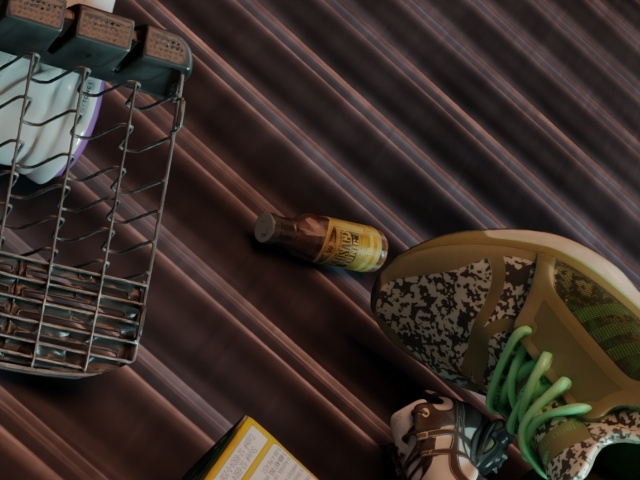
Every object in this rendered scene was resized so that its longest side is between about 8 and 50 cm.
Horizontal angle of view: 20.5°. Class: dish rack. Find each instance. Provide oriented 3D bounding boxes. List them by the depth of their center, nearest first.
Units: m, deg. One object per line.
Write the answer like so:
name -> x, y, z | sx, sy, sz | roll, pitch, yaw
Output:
dish rack -> -0.198, -0.043, 1.210 | 0.208, 0.074, 0.271 | 14, 74, -22

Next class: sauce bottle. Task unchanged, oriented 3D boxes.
sauce bottle -> 0.000, 0.000, 1.489 | 0.128, 0.042, 0.042 | 9, 46, -41

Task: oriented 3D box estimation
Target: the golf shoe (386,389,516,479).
golf shoe -> 0.082, 0.177, 1.355 | 0.094, 0.077, 0.198 | 36, 22, 5

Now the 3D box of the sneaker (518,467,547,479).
sneaker -> 0.224, 0.295, 1.342 | 0.145, 0.147, 0.384 | -6, 25, 3

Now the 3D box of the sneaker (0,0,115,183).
sneaker -> -0.221, -0.203, 1.321 | 0.152, 0.114, 0.305 | 18, 68, -24

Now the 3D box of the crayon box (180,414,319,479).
crayon box -> 0.014, 0.288, 1.125 | 0.323, 0.083, 0.203 | 42, 31, -3

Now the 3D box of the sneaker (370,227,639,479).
sneaker -> 0.196, 0.121, 1.322 | 0.410, 0.158, 0.182 | 25, 32, 25
